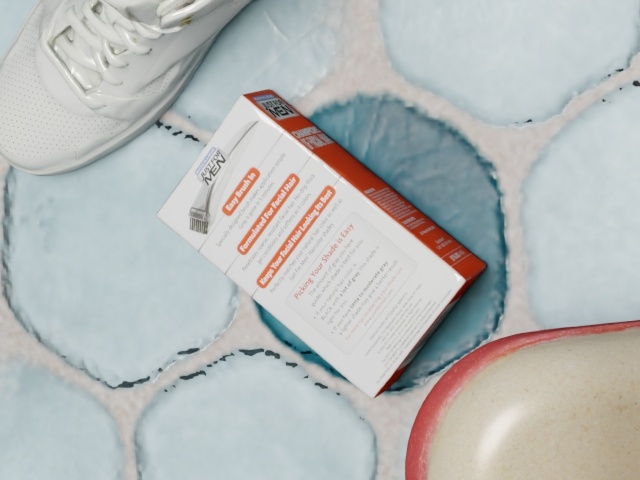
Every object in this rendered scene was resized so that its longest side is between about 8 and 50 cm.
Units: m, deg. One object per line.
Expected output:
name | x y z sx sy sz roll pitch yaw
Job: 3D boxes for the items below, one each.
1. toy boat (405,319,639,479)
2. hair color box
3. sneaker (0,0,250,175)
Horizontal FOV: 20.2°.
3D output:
toy boat | 0.148 0.111 0.959 0.231 0.151 0.151 -4 98 -23
hair color box | 0.000 0.000 1.037 0.167 0.053 0.093 40 109 9
sneaker | -0.111 -0.136 0.996 0.292 0.169 0.108 -41 85 20
